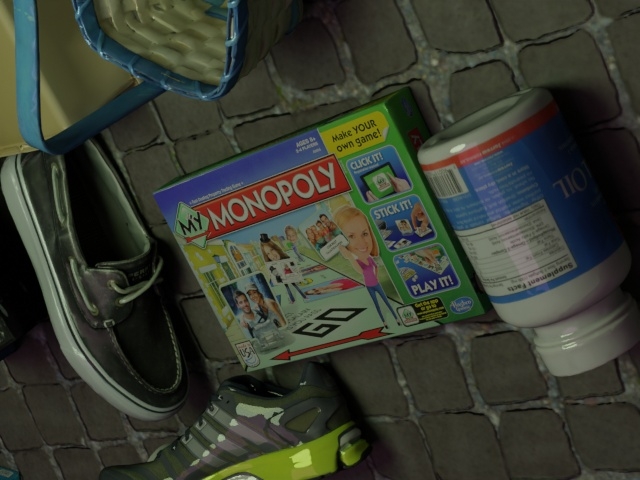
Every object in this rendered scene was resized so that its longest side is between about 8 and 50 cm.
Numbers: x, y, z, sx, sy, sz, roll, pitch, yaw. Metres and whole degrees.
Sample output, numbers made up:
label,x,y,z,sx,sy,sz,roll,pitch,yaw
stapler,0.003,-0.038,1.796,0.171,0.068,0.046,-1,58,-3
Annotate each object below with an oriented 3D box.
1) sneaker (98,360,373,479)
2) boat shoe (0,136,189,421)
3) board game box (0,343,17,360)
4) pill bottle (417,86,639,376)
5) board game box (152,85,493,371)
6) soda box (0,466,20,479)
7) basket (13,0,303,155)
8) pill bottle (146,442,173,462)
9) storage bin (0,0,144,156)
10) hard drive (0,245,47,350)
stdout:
label,x,y,z,sx,sy,sz,roll,pitch,yaw
sneaker,-0.098,0.207,1.537,0.300,0.111,0.121,-17,86,15
boat shoe,-0.225,0.036,1.545,0.119,0.121,0.335,-24,97,47
board game box,-0.421,0.081,1.679,0.039,0.211,0.160,-33,93,-1
pill bottle,0.182,-0.005,1.219,0.124,0.124,0.221,-20,103,42
board game box,0.000,0.000,1.411,0.317,0.046,0.213,-18,104,42
soda box,-0.489,0.331,1.946,0.210,0.067,0.071,9,120,33
basket,-0.146,-0.227,1.222,0.201,0.289,0.255,21,125,26
pill bottle,-0.128,0.286,1.645,0.137,0.078,0.078,21,125,27
storage bin,-0.354,-0.220,1.471,0.260,0.123,0.262,-6,121,39
hard drive,-0.430,-0.029,1.602,0.064,0.237,0.339,-32,95,-1
